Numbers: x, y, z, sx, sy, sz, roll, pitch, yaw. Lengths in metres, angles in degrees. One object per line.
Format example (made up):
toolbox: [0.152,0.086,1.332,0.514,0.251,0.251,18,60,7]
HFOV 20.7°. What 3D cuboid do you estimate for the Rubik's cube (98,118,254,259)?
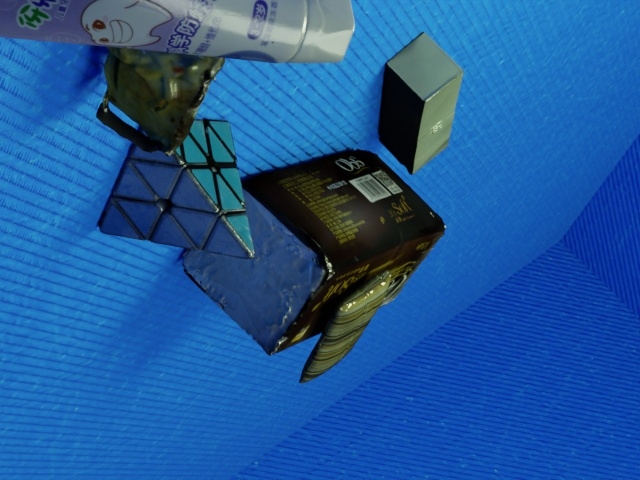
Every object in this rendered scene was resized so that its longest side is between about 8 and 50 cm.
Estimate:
Rubik's cube: [-0.200,-0.077,2.080,0.190,0.211,0.178,-21,143,5]

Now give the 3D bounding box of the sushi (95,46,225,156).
sushi: [-0.142,-0.220,1.752,0.291,0.139,0.131,-57,-179,43]

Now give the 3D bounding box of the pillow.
pillow: [0.034,0.127,2.507,0.113,0.038,0.203,-35,162,-35]

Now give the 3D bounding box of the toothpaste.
toothpaste: [-0.148,-0.214,1.587,0.371,0.080,0.125,5,140,-28]

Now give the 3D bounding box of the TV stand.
TV stand: [0.146,-0.198,2.614,0.083,0.088,0.269,-41,164,-13]

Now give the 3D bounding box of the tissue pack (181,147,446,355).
tissue pack: [0.000,0.000,2.553,0.370,0.210,0.198,-18,145,-57]
